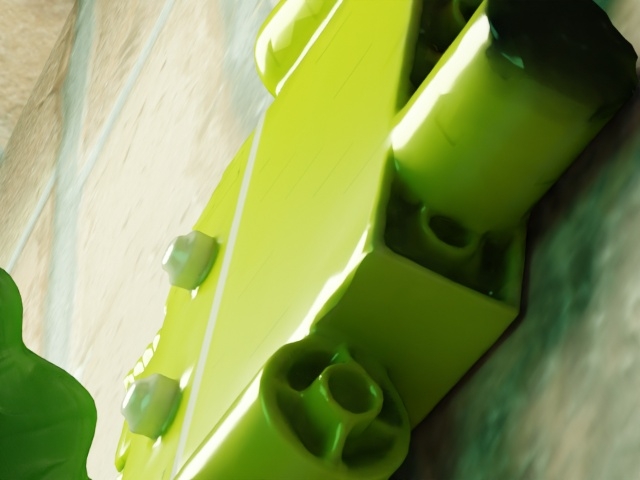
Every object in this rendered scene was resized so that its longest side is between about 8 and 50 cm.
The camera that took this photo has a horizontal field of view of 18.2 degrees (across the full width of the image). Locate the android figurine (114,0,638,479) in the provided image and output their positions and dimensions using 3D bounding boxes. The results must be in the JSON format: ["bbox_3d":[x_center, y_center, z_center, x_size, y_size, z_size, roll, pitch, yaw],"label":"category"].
[{"bbox_3d":[0.000,0.000,0.585,0.273,0.056,0.248,-50,20,44],"label":"android figurine"}]

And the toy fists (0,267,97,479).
[{"bbox_3d":[-0.128,0.138,0.521,0.096,0.142,0.279,23,112,57],"label":"toy fists"}]
